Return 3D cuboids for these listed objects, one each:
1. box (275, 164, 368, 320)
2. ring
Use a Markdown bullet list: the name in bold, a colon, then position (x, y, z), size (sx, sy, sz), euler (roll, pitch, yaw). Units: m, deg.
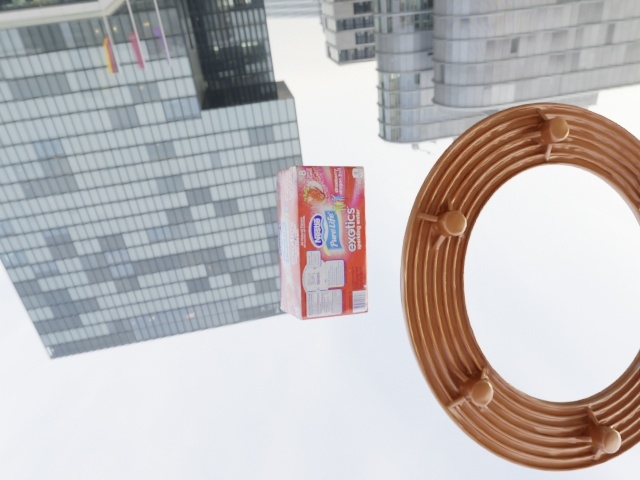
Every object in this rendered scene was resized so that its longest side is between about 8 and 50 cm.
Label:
- **box**: position (0.000, 0.000, 0.840), size (0.128, 0.257, 0.122), euler (-3, -177, -23)
- **ring**: position (0.229, 0.037, 0.431), size (0.336, 0.337, 0.032), euler (-17, -178, -17)
